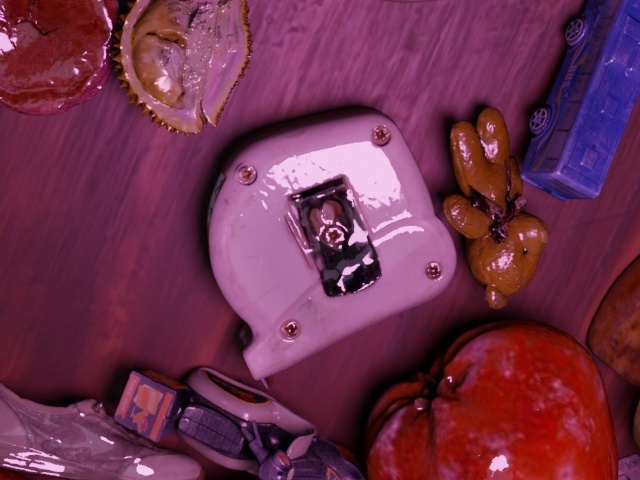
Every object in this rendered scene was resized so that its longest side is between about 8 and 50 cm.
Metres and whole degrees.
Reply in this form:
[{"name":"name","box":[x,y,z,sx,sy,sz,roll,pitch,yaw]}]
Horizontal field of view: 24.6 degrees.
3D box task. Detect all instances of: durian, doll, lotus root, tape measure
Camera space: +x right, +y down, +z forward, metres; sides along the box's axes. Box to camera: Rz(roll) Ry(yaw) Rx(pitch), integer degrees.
[{"name":"durian","box":[-0.139,-0.213,1.540,0.146,0.102,0.208,39,73,-16]},{"name":"doll","box":[0.196,-0.038,1.599,0.097,0.137,0.209,-1,115,35]},{"name":"lotus root","box":[0.392,0.113,1.683,0.159,0.095,0.135,41,99,-9]},{"name":"tape measure","box":[0.000,0.000,1.587,0.258,0.130,0.265,-25,105,2]}]

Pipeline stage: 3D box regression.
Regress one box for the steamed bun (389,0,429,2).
[{"name":"steamed bun","box":[0.085,-0.396,1.454,0.324,0.206,0.324,-5,108,-15]}]

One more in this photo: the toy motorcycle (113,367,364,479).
[{"name":"toy motorcycle","box":[-0.076,0.218,1.590,0.263,0.157,0.091,24,99,21]}]

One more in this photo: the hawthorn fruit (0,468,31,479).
[{"name":"hawthorn fruit","box":[-0.342,0.340,1.615,0.188,0.169,0.169,27,99,-19]}]

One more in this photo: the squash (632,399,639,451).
[{"name":"squash","box":[0.453,0.182,1.675,0.219,0.041,0.219,-18,135,-19]}]

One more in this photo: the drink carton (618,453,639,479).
[{"name":"drink carton","box":[0.378,0.384,1.723,0.102,0.134,0.222,-20,105,-4]}]

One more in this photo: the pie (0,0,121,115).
[{"name":"pie","box":[-0.295,-0.220,1.535,0.182,0.049,0.182,0,102,-2]}]

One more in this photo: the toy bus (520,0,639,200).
[{"name":"toy bus","box":[0.298,-0.159,1.579,0.079,0.094,0.236,26,84,-30]}]

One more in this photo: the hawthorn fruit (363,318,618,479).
[{"name":"hawthorn fruit","box":[0.187,0.227,1.608,0.284,0.284,0.284,-2,104,-7]}]

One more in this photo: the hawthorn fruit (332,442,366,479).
[{"name":"hawthorn fruit","box":[0.017,0.279,1.672,0.081,0.093,0.081,-2,107,-7]}]

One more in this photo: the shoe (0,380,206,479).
[{"name":"shoe","box":[-0.258,0.221,1.624,0.274,0.103,0.098,15,87,-13]}]
